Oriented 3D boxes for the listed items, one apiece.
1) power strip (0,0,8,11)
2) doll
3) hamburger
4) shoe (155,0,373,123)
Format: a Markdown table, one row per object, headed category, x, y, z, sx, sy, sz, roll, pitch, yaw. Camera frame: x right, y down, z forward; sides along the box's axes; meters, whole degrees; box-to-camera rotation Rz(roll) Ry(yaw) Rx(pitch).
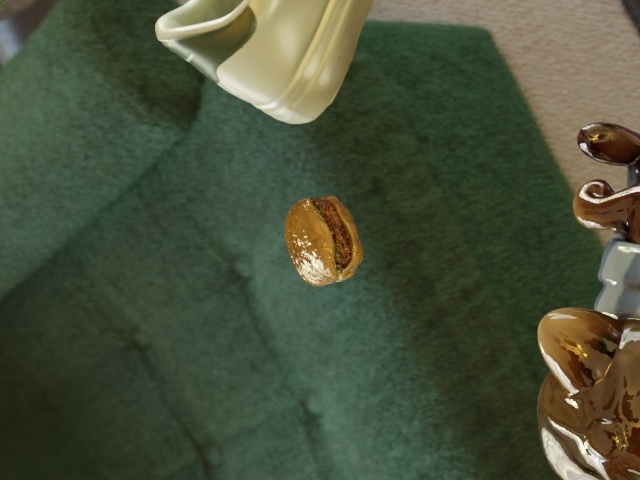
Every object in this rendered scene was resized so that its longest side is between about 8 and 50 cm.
| category | x | y | z | sx | sy | sz | roll | pitch | yaw |
| --- | --- | --- | --- | --- | --- | --- | --- | --- | --- |
| power strip | -0.271 | -0.295 | 1.135 | 0.027 | 0.060 | 0.252 | 31 | 75 | -4 |
| doll | 0.304 | 0.077 | 1.008 | 0.318 | 0.340 | 0.209 | 33 | 147 | 1 |
| hamburger | 0.000 | 0.000 | 0.975 | 0.083 | 0.044 | 0.076 | 127 | 126 | -68 |
| shoe | -0.009 | -0.281 | 0.929 | 0.132 | 0.160 | 0.363 | 36 | 104 | 55 |
